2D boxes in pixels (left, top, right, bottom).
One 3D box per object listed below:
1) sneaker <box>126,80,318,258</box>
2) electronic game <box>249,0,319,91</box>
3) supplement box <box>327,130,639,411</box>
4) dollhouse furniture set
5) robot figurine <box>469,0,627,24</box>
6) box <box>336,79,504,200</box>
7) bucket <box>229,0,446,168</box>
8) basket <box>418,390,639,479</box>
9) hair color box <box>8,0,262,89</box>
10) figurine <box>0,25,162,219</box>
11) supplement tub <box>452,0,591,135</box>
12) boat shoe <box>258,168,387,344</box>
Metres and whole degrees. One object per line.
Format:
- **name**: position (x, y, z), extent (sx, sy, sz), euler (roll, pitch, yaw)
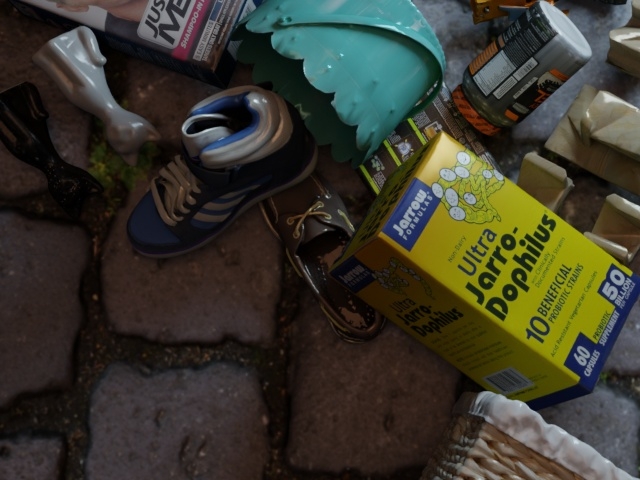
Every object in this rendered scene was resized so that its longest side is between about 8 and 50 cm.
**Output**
- **sneaker**: position (-0.174, -0.104, 1.690), extent (0.323, 0.236, 0.130), euler (-28, 66, 12)
- **electronic game**: position (-0.013, -0.327, 1.857), extent (0.229, 0.048, 0.229), euler (0, 88, -3)
- **supplement box**: position (0.226, 0.052, 1.693), extent (0.357, 0.195, 0.194), euler (35, 65, -7)
- **dollhouse furniture set**: position (0.530, -0.081, 1.799), extent (0.394, 0.256, 0.362), euler (31, 80, 23)
- **robot figurine**: position (0.358, -0.420, 1.855), extent (0.291, 0.085, 0.211), euler (-10, 61, -4)
- **box**: position (0.148, -0.125, 1.839), extent (0.184, 0.045, 0.190), euler (-32, 85, -4)
- **bucket**: position (0.029, -0.254, 1.705), extent (0.281, 0.281, 0.183), euler (44, 82, 4)
- **basket**: position (0.281, 0.389, 1.631), extent (0.331, 0.328, 0.266), euler (33, 84, 2)
- **hair color box**: position (-0.272, -0.367, 1.797), extent (0.347, 0.105, 0.173), euler (21, 85, 9)
- **figurine**: position (-0.355, -0.166, 1.771), extent (0.215, 0.092, 0.209), euler (-37, 93, 25)
- **supplement tub**: position (0.290, -0.248, 1.794), extent (0.190, 0.117, 0.117), euler (-43, 85, 27)
- **boat shoe**: position (0.000, 0.000, 1.787), extent (0.117, 0.097, 0.324), euler (-26, 84, -5)
